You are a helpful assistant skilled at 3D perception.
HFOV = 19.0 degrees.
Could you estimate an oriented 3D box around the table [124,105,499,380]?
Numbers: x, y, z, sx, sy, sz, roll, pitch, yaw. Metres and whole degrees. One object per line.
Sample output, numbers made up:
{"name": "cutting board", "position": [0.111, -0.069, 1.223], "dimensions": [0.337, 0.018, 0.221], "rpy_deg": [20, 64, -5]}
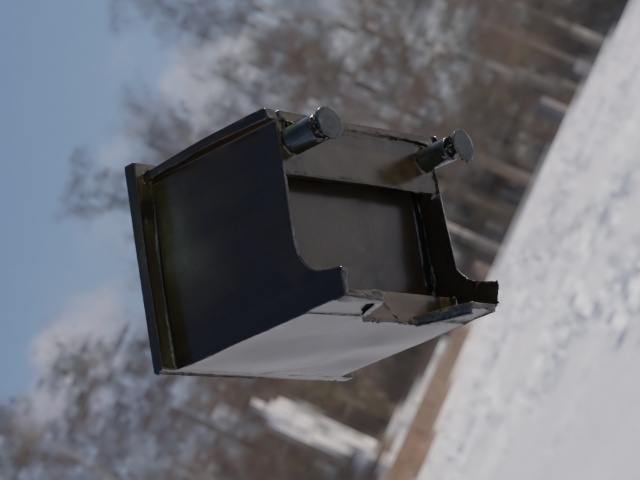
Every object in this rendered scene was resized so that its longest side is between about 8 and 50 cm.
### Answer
{"name": "table", "position": [0.000, 0.000, 0.603], "dimensions": [0.082, 0.083, 0.070], "rpy_deg": [-25, 68, 42]}
